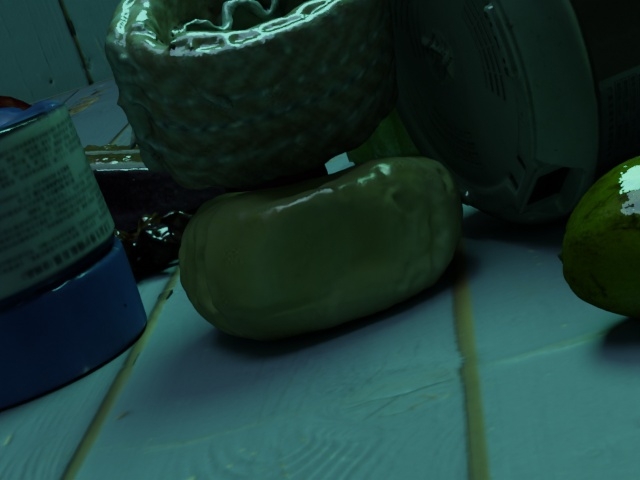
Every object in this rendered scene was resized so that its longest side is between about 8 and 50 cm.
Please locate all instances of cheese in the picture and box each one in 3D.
[{"bbox_3d":[0.000,0.000,1.243,0.226,0.117,0.214,-17,9,-18],"label":"cheese"}]

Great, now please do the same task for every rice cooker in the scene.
[{"bbox_3d":[0.235,-0.202,1.277,0.325,0.335,0.335,-22,14,-18],"label":"rice cooker"}]

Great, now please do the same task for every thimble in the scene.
[{"bbox_3d":[-0.047,-0.149,1.241,0.196,0.148,0.229,19,48,34],"label":"thimble"}]

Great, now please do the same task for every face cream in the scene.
[{"bbox_3d":[-0.301,0.011,1.343,0.249,0.225,0.249,-16,13,4],"label":"face cream"}]

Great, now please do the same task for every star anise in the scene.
[{"bbox_3d":[-0.195,0.009,1.573,0.168,0.057,0.168,-18,4,1],"label":"star anise"}]

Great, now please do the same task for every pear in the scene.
[{"bbox_3d":[0.214,-0.003,0.968,0.131,0.107,0.107,-7,16,13],"label":"pear"}]

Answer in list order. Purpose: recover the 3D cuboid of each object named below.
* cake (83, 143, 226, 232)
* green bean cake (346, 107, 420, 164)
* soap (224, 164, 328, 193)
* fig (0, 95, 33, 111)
[{"bbox_3d":[-0.175,-0.061,1.804,0.295,0.112,0.116,-8,18,-7],"label":"cake"},{"bbox_3d":[0.135,-0.167,1.710,0.214,0.113,0.200,-10,17,36],"label":"green bean cake"},{"bbox_3d":[-0.037,-0.070,1.465,0.099,0.162,0.250,-24,11,3],"label":"soap"},{"bbox_3d":[-0.388,-0.046,1.865,0.204,0.186,0.249,-42,49,20],"label":"fig"}]
